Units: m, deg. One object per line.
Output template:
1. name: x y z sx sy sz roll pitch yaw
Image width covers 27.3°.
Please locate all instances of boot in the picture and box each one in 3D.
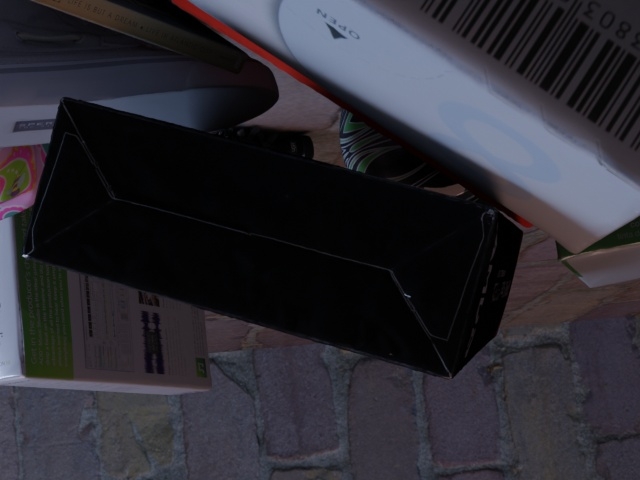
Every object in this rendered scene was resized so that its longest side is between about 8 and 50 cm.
1. boot: -0.154 -0.128 0.822 0.258 0.123 0.095 -5 163 -30
2. boot: -0.074 -0.076 1.316 0.099 0.045 0.121 -1 161 -32

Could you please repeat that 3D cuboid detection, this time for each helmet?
1. helmet: 0.094 -0.088 1.061 0.162 0.169 0.169 -16 166 14

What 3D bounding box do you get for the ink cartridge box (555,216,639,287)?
1. ink cartridge box: 0.219 -0.083 1.008 0.093 0.212 0.154 -13 166 18

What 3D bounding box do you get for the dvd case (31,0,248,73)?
1. dvd case: -0.159 -0.154 0.698 0.164 0.018 0.221 37 -166 31

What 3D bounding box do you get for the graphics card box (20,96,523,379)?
1. graphics card box: 0.000 0.000 0.813 0.233 0.094 0.371 16 -179 10

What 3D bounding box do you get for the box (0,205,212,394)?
1. box: -0.220 0.033 1.307 0.058 0.232 0.322 -12 167 23

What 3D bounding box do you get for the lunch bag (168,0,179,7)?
1. lunch bag: -0.130 -0.137 0.968 0.071 0.053 0.083 -9 159 4

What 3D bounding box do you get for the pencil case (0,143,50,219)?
1. pencil case: -0.282 -0.092 0.955 0.124 0.124 0.284 -7 169 8

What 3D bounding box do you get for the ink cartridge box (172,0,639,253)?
1. ink cartridge box: 0.017 -0.097 0.726 0.308 0.091 0.385 33 167 2
